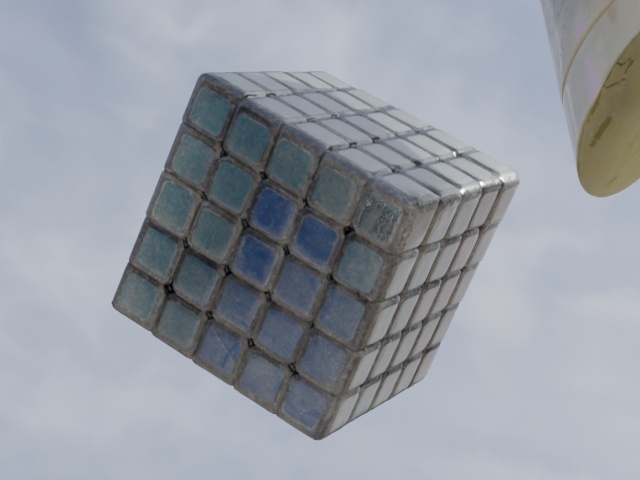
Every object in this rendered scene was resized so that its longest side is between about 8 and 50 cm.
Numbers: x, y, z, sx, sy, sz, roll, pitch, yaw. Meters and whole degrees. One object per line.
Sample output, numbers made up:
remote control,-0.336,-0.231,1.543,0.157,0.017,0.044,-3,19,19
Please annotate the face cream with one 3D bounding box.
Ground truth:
face cream,0.245,-0.209,1.352,0.081,0.349,0.173,15,-50,-16

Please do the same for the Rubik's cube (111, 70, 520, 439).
Rubik's cube,0.000,0.000,1.415,0.238,0.237,0.237,-17,-47,-62
